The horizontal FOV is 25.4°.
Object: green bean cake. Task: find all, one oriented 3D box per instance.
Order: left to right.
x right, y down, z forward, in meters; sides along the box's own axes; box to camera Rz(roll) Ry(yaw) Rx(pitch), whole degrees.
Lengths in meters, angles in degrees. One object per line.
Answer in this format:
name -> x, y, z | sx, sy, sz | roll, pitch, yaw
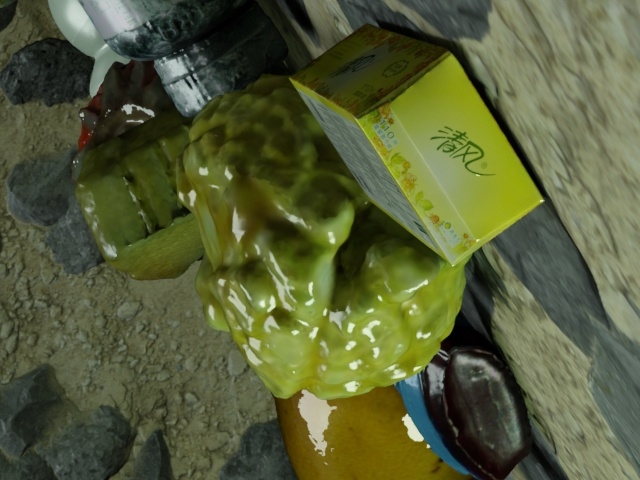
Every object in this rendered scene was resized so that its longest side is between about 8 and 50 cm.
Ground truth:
green bean cake -> -0.116, -0.061, 1.458 | 0.124, 0.236, 0.233 | 64, -174, 9

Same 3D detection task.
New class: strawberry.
strawberry -> -0.127, -0.101, 1.664 | 0.336, 0.265, 0.149 | 31, -148, -38

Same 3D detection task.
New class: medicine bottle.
medicine bottle -> -0.139, -0.241, 1.082 | 0.293, 0.141, 0.141 | 57, 177, -15

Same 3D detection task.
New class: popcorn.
popcorn -> 0.000, 0.000, 1.036 | 0.256, 0.195, 0.255 | 57, 167, -14

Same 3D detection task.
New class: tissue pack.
tissue pack -> 0.047, -0.058, 0.771 | 0.095, 0.062, 0.176 | 56, 176, -16

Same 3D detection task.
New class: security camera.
security camera -> -0.239, -0.287, 1.757 | 0.236, 0.194, 0.194 | 59, 177, -1

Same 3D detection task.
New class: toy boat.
toy boat -> 0.113, 0.125, 1.226 | 0.097, 0.100, 0.223 | 30, 160, 42

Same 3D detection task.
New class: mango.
mango -> 0.066, 0.185, 1.392 | 0.173, 0.211, 0.317 | -53, -47, -57

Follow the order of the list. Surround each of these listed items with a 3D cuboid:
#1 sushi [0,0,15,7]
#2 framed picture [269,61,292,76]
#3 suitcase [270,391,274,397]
sushi -> -0.517, -0.528, 2.043 | 0.397, 0.351, 0.240 | 57, 177, 29
framed picture -> -0.050, -0.133, 1.290 | 0.296, 0.019, 0.232 | 57, -166, -4
suitcase -> 0.079, 0.196, 1.660 | 0.339, 0.194, 0.351 | 51, 179, -4
